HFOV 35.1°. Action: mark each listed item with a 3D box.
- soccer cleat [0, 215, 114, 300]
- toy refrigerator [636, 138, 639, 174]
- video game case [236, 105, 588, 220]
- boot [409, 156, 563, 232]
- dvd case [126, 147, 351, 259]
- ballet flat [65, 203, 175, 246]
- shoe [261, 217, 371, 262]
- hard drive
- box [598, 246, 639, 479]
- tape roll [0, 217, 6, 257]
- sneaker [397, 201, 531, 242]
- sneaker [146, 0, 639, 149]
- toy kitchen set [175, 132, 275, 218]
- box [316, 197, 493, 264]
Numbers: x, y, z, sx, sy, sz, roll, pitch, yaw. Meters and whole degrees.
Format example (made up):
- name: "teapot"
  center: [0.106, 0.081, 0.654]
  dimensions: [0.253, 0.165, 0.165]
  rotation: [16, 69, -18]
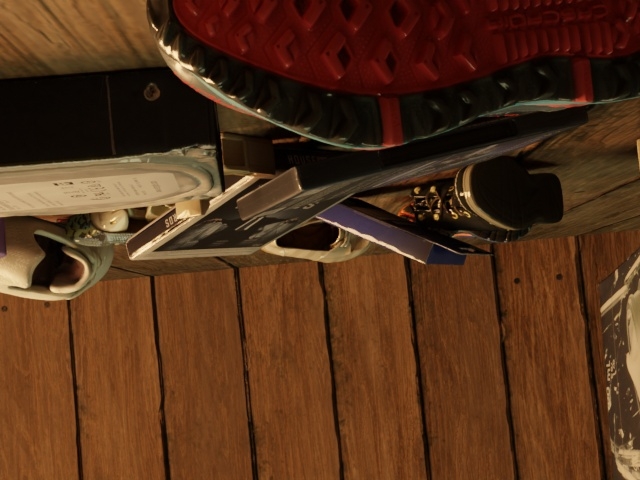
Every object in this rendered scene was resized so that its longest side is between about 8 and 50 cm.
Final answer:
- name: "soccer cleat"
  center: [-0.328, 0.034, 1.279]
  dimensions: [0.143, 0.116, 0.331]
  rotation: [21, -177, 17]
- name: "toy refrigerator"
  center: [0.503, -0.079, 1.144]
  dimensions: [0.269, 0.102, 0.094]
  rotation: [-7, 175, 17]
- name: "video game case"
  center: [0.076, -0.071, 0.924]
  dimensions: [0.274, 0.026, 0.196]
  rotation: [-15, 179, -19]
- name: "boot"
  center: [0.182, -0.048, 1.271]
  dimensions: [0.178, 0.085, 0.236]
  rotation: [-5, 175, 37]
- name: "dvd case"
  center: [-0.072, -0.035, 1.093]
  dimensions: [0.179, 0.030, 0.238]
  rotation: [-2, 160, -45]
- name: "ballet flat"
  center: [-0.208, -0.034, 1.188]
  dimensions: [0.188, 0.070, 0.070]
  rotation: [-7, 176, -7]
- name: "shoe"
  center: [0.000, 0.000, 1.700]
  dimensions: [0.219, 0.077, 0.058]
  rotation: [-1, 179, -30]
- name: "hard drive"
  center: [-0.242, -0.058, 0.744]
  dimensions: [0.338, 0.064, 0.237]
  rotation: [-4, 175, -5]
- name: "box"
  center: [0.511, 0.188, 0.999]
  dimensions: [0.297, 0.480, 0.472]
  rotation: [4, 156, -4]
- name: "tape roll"
  center: [-0.399, -0.018, 0.960]
  dimensions: [0.189, 0.080, 0.189]
  rotation: [-5, 175, -1]
- name: "sneaker"
  center: [0.220, -0.040, 1.555]
  dimensions: [0.221, 0.083, 0.087]
  rotation: [1, -172, -8]
- name: "sneaker"
  center: [0.041, -0.086, 0.466]
  dimensions: [0.261, 0.104, 0.125]
  rotation: [-3, 177, -26]
- name: "toy kitchen set"
  center: [-0.095, -0.055, 0.922]
  dimensions: [0.083, 0.068, 0.075]
  rotation: [-8, 175, 34]
- name: "box"
  center: [0.109, -0.008, 1.364]
  dimensions: [0.225, 0.037, 0.136]
  rotation: [22, -171, 28]
